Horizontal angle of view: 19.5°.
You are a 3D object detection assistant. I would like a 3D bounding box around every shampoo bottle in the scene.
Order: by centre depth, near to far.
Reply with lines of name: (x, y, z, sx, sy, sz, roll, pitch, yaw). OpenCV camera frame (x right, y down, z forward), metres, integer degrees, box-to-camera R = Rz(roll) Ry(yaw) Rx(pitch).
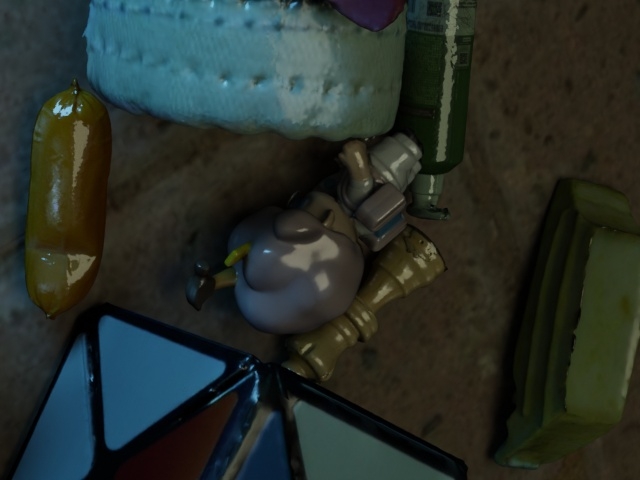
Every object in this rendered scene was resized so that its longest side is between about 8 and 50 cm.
shampoo bottle: (0.096, -0.119, 1.570, 0.065, 0.065, 0.205, -5, 105, -36)

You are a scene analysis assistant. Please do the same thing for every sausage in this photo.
sausage: (-0.188, -0.032, 1.391, 0.062, 0.054, 0.183, 3, 104, -5)

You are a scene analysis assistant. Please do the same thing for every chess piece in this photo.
chess piece: (0.030, 0.061, 1.579, 0.172, 0.060, 0.060, -43, 124, -17)

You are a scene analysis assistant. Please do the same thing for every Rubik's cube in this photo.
Rubik's cube: (-0.077, 0.216, 1.416, 0.246, 0.248, 0.250, 30, 83, -37)

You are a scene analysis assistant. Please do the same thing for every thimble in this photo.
thimble: (-0.055, -0.155, 1.356, 0.237, 0.237, 0.150, 0, 100, -37)

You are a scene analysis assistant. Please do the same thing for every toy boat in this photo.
toy boat: (0.239, 0.086, 1.722, 0.111, 0.084, 0.276, 12, 94, -40)

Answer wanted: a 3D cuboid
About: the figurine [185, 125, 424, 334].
figurine: (0.000, 0.000, 1.503, 0.112, 0.137, 0.229, 44, 76, 9)

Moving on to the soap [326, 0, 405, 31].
soap: (0.019, -0.343, 1.279, 0.233, 0.128, 0.360, 33, 47, -16)
